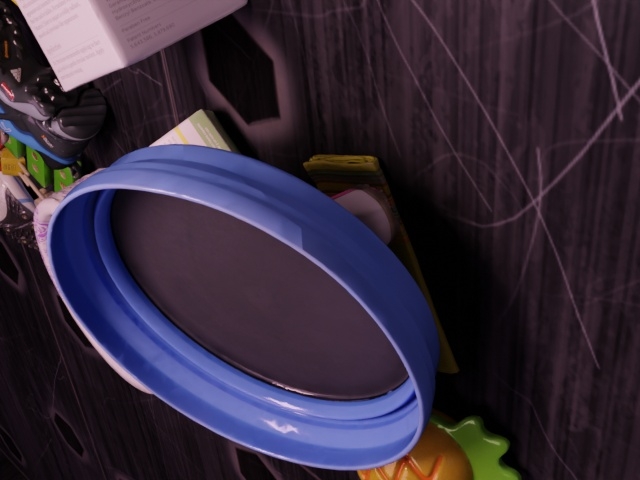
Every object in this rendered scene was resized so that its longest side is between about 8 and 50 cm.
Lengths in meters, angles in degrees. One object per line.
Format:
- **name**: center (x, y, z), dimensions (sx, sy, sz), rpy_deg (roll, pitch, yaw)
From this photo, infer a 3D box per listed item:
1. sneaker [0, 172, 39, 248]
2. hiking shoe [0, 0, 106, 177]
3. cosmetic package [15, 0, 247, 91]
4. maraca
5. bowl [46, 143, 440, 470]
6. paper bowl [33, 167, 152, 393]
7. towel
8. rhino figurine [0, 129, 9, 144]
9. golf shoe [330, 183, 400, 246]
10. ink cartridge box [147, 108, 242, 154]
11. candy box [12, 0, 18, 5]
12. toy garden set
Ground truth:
- **sneaker**: center (-0.519, -0.087, 1.693), dimensions (0.085, 0.086, 0.237), rpy_deg (-19, 118, 31)
- **hiking shoe**: center (-0.418, -0.209, 1.313), dimensions (0.304, 0.113, 0.132), rpy_deg (44, 137, 4)
- **cosmetic package**: center (-0.196, -0.260, 0.949), dimensions (0.151, 0.151, 0.184), rpy_deg (-1, 119, 56)
- **maraca**: center (0.113, 0.223, 1.042), dimensions (0.185, 0.099, 0.127), rpy_deg (-7, 116, 35)
- **bowl**: center (-0.071, 0.068, 0.959), dimensions (0.391, 0.077, 0.391), rpy_deg (20, 143, 16)
- **paper bowl**: center (-0.228, 0.041, 1.303), dimensions (0.284, 0.148, 0.284), rpy_deg (36, 146, 30)
- **towel**: center (0.059, 0.025, 0.994), dimensions (0.102, 0.021, 0.237), rpy_deg (7, 126, 54)
- **rhino figurine**: center (-0.452, -0.225, 1.407), dimensions (0.243, 0.106, 0.073), rpy_deg (57, 151, -2)
- **golf shoe**: center (0.000, 0.000, 0.951), dimensions (0.186, 0.086, 0.067), rpy_deg (-16, 105, 55)
- **ink cartridge box**: center (-0.168, -0.007, 1.107), dimensions (0.171, 0.235, 0.056), rpy_deg (56, -171, -1)
- **candy box**: center (-0.335, -0.305, 1.234), dimensions (0.206, 0.027, 0.105), rpy_deg (41, 143, 25)
- **toy garden set**: center (-0.426, -0.127, 1.533), dimensions (0.244, 0.049, 0.204), rpy_deg (44, 147, 18)
